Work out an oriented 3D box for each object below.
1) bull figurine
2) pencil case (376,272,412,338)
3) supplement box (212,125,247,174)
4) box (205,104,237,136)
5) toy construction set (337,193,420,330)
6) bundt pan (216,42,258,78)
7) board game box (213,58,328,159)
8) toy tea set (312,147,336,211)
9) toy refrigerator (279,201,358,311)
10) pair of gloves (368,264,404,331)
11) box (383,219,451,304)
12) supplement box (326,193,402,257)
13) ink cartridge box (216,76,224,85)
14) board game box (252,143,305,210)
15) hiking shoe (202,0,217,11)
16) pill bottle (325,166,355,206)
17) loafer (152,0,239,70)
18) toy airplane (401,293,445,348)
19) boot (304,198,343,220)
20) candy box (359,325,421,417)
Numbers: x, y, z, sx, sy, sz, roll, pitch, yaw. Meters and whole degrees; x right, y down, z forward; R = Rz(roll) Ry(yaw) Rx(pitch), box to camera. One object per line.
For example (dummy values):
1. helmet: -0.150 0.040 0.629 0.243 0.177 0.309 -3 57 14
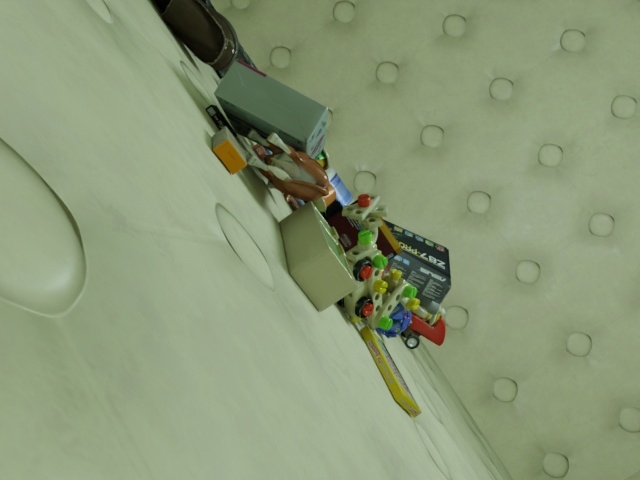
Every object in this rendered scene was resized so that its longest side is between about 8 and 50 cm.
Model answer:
1. bull figurine: -0.081 -0.158 1.257 0.188 0.101 0.310 33 -4 -24
2. pencil case: 0.200 0.187 1.751 0.133 0.119 0.306 25 12 -8
3. supplement box: -0.173 -0.171 1.080 0.062 0.036 0.098 53 7 -26
4. box: -0.223 -0.266 1.286 0.083 0.018 0.067 55 6 -10
5. toy construction set: 0.123 0.063 1.295 0.151 0.215 0.328 10 -57 47
6. bundt pan: -0.279 -0.589 2.086 0.331 0.124 0.331 55 7 -10
7. board game box: -0.103 -0.277 1.325 0.224 0.098 0.303 30 -5 2
8. toy tea set: -0.085 -0.220 1.557 0.336 0.124 0.200 50 -25 14
9. toy refrigerator: -0.007 0.019 1.120 0.102 0.094 0.269 53 6 -21
10. pair of gloves: 0.150 0.147 1.498 0.023 0.159 0.198 2 52 -42
11. box: 0.283 0.049 2.105 0.394 0.097 0.318 25 27 0
12. supplement box: 0.114 0.000 1.716 0.191 0.194 0.129 58 6 13
13. ink cartridge box: -0.270 -0.463 1.822 0.122 0.052 0.088 55 6 -3
14. board game box: -0.098 -0.155 1.658 0.281 0.027 0.145 56 4 -1
15. hiking shoe: -0.349 -0.672 1.686 0.114 0.086 0.227 84 -20 -77
16. pill bottle: 0.018 -0.179 2.124 0.272 0.152 0.152 55 6 -17
17. loafer: -0.369 -0.601 1.545 0.366 0.134 0.130 48 27 14
18. toy airplane: 0.356 0.199 2.230 0.386 0.272 0.384 61 8 35
19. boot: -0.036 -0.149 1.849 0.246 0.094 0.207 41 -5 -5
20. candy box: 0.156 0.293 1.286 0.105 0.027 0.206 46 11 -42
